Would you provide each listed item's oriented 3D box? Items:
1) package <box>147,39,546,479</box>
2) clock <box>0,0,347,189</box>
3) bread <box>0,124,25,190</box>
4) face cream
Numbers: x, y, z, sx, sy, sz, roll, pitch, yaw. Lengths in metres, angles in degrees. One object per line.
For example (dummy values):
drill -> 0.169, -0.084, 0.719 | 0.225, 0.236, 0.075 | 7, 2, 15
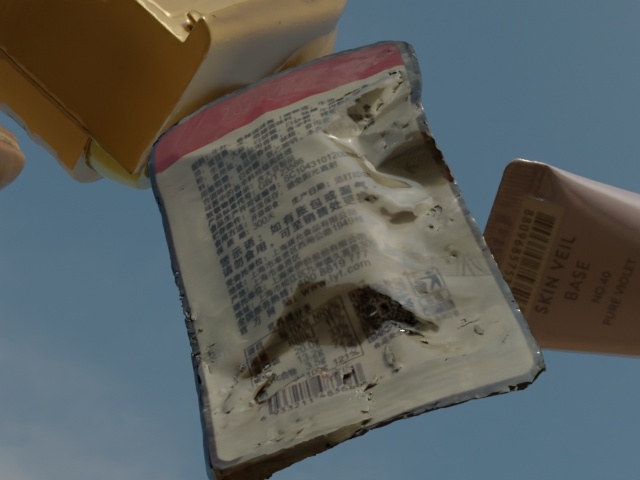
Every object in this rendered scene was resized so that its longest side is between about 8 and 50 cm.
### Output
package -> 0.000, 0.000, 0.756 | 0.154, 0.239, 0.030 | -21, -41, 5
clock -> -0.111, -0.180, 1.236 | 0.244, 0.317, 0.200 | 46, -55, 11
bread -> -0.386, -0.086, 1.619 | 0.116, 0.077, 0.200 | -38, -23, 8
face cream -> 0.240, 0.029, 1.137 | 0.274, 0.096, 0.154 | 9, -58, -11
